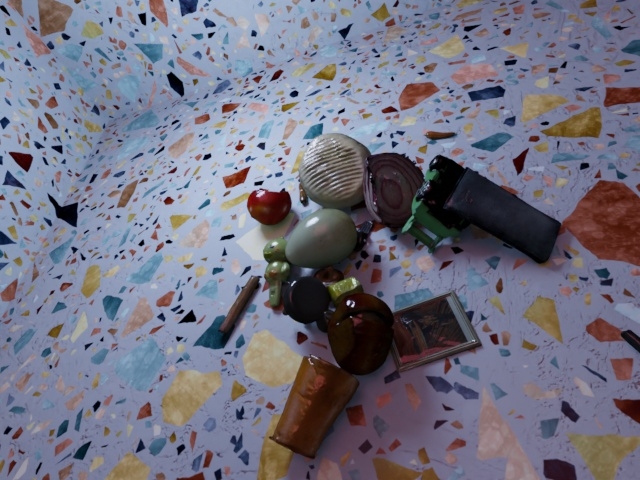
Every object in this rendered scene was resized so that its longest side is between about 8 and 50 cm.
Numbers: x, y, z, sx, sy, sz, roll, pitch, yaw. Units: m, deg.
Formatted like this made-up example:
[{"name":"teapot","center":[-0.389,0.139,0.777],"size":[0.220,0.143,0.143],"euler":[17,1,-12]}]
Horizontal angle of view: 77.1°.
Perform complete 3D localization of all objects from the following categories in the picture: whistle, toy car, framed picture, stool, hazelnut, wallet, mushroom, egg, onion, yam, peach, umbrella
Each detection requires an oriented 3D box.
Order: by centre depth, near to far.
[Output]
[{"name":"umbrella","center":[0.867,0.291,1.068],"size":[0.036,0.031,0.133],"euler":[-30,48,-1]},{"name":"hazelnut","center":[0.130,0.299,1.278],"size":[0.216,0.217,0.252],"euler":[-3,62,21]},{"name":"framed picture","center":[0.346,0.288,1.304],"size":[0.273,0.016,0.217],"euler":[-21,47,5]},{"name":"wallet","center":[0.623,-0.089,1.367],"size":[0.378,0.046,0.191],"euler":[32,69,8]},{"name":"stool","center":[-0.048,0.239,1.422],"size":[0.153,0.139,0.228],"euler":[-18,74,-29]},{"name":"toy car","center":[0.452,-0.149,1.507],"size":[0.213,0.176,0.359],"euler":[33,54,-8]},{"name":"mushroom","center":[0.029,0.151,1.509],"size":[0.126,0.085,0.110],"euler":[13,85,33]},{"name":"egg","center":[0.000,0.000,1.552],"size":[0.295,0.219,0.219],"euler":[-27,47,0]},{"name":"yam","center":[-0.322,0.254,1.598],"size":[0.046,0.046,0.264],"euler":[11,58,30]},{"name":"whistle","center":[-0.182,0.108,1.599],"size":[0.141,0.141,0.294],"euler":[-2,52,22]},{"name":"onion","center":[0.297,-0.188,1.620],"size":[0.279,0.146,0.315],"euler":[-7,77,-26]},{"name":"peach","center":[-0.230,-0.168,1.814],"size":[0.192,0.190,0.190],"euler":[-50,48,4]}]

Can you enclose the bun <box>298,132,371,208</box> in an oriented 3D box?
[{"name":"bun","center":[0.071,-0.291,1.766],"size":[0.326,0.234,0.362],"euler":[-44,68,-4]}]

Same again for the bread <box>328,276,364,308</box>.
[{"name":"bread","center":[0.091,0.196,1.420],"size":[0.114,0.129,0.111],"euler":[-25,28,-10]}]

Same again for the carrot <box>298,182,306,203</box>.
[{"name":"carrot","center":[-0.086,-0.231,1.910],"size":[0.035,0.036,0.165],"euler":[-16,45,10]}]

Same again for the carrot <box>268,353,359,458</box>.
[{"name":"carrot","center":[-0.020,0.492,1.179],"size":[0.195,0.196,0.255],"euler":[13,63,31]}]

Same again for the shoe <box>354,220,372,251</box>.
[{"name":"shoe","center":[0.163,-0.030,1.624],"size":[0.062,0.053,0.160],"euler":[15,57,28]}]

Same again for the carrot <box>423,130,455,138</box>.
[{"name":"carrot","center":[0.548,-0.488,1.855],"size":[0.141,0.035,0.035],"euler":[3,53,16]}]
